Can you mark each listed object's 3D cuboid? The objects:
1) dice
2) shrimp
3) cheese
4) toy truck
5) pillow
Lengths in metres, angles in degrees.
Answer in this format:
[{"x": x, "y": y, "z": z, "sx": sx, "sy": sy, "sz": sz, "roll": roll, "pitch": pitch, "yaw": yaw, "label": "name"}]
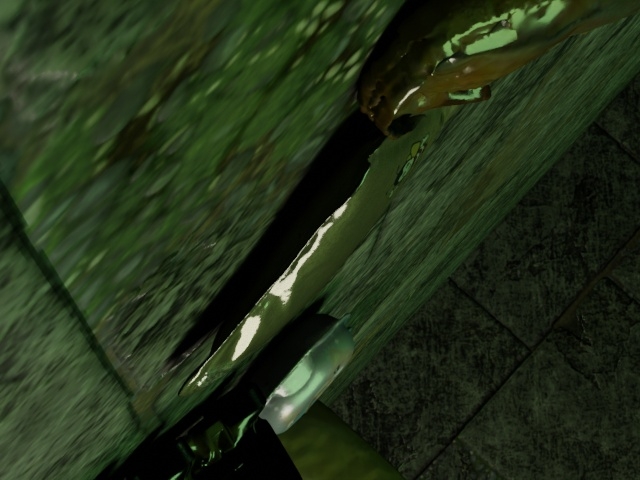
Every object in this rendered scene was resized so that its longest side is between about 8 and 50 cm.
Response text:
[{"x": -0.018, "y": 0.319, "z": 1.555, "sx": 0.227, "sy": 0.238, "sz": 0.233, "roll": -45, "pitch": 174, "yaw": -7, "label": "dice"}, {"x": 0.114, "y": -0.121, "z": 0.647, "sx": 0.262, "sy": 0.066, "sz": 0.117, "roll": -23, "pitch": 173, "yaw": -39, "label": "shrimp"}, {"x": -0.017, "y": 0.115, "z": 1.192, "sx": 0.135, "sy": 0.052, "sz": 0.245, "roll": -47, "pitch": 173, "yaw": -2, "label": "cheese"}, {"x": -0.094, "y": 0.203, "z": 0.964, "sx": 0.127, "sy": 0.127, "sz": 0.257, "roll": -34, "pitch": 180, "yaw": 27, "label": "toy truck"}, {"x": 0.000, "y": 0.000, "z": 0.734, "sx": 0.217, "sy": 0.033, "sz": 0.130, "roll": -52, "pitch": 171, "yaw": 35, "label": "pillow"}]
